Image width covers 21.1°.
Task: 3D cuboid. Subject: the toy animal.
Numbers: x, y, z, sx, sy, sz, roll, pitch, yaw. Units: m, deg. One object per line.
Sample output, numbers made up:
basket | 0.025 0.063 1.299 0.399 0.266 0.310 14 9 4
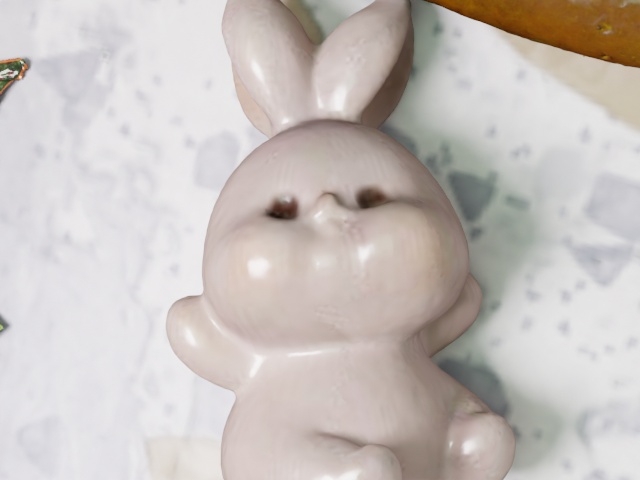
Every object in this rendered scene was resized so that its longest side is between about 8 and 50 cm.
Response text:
toy animal | 0.001 0.000 0.634 0.124 0.124 0.212 -7 91 15

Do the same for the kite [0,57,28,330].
kite | -0.195 -0.011 0.742 0.159 0.010 0.190 35 99 12

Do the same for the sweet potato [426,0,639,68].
sweet potato | 0.068 -0.107 0.647 0.264 0.057 0.057 20 95 13
